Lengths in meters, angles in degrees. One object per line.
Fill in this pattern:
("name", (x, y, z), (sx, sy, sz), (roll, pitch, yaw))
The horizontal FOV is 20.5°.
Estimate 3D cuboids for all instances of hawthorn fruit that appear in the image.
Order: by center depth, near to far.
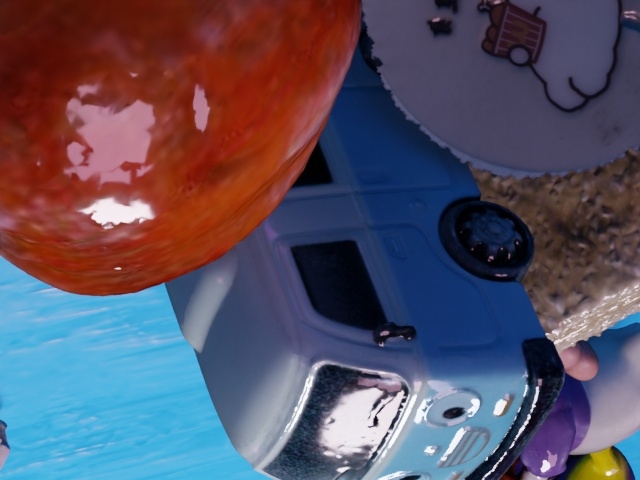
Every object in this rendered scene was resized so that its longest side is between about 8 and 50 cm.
("hawthorn fruit", (-0.080, -0.121, 0.739), (0.272, 0.242, 0.242), (-48, 148, -2))

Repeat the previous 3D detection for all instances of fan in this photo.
("fan", (0.177, -0.105, 0.906), (0.329, 0.191, 0.009), (16, 174, -4))

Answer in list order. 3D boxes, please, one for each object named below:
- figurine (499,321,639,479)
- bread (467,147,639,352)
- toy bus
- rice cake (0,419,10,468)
("figurine", (0.168, 0.115, 1.335), (0.193, 0.154, 0.421), (-36, 150, 10))
("bread", (0.167, -0.046, 1.029), (0.337, 0.183, 0.102), (-33, 170, 30))
("toy bus", (0.000, 0.000, 0.920), (0.164, 0.271, 0.133), (-3, 144, -26))
("rice cake", (-0.257, 0.092, 1.096), (0.055, 0.049, 0.270), (-38, 150, -4))
